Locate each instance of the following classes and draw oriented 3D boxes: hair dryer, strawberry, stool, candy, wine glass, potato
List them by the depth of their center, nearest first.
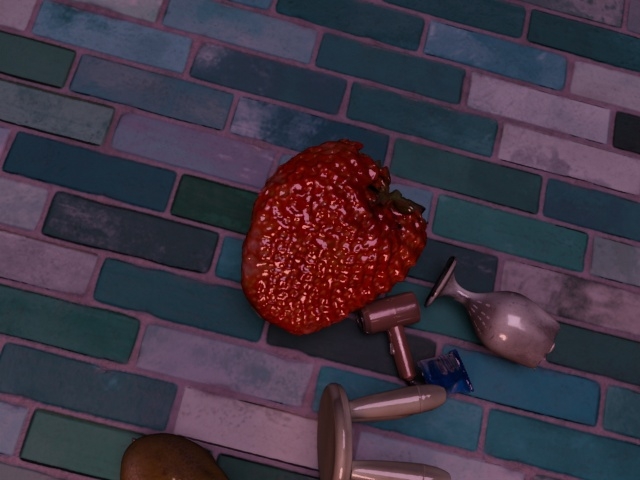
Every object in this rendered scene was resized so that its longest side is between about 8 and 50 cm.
[{"bbox_3d":[-0.242,0.427,1.295,0.174,0.159,0.251,-23,67,-38],"label":"potato"},{"bbox_3d":[0.104,0.346,1.342,0.199,0.195,0.195,3,72,-8],"label":"stool"},{"bbox_3d":[0.000,0.000,1.408,0.351,0.267,0.312,-45,113,-1],"label":"strawberry"},{"bbox_3d":[0.234,0.253,1.444,0.136,0.038,0.088,-6,72,-50],"label":"candy"},{"bbox_3d":[0.144,0.195,1.467,0.117,0.064,0.181,-14,80,-10],"label":"hair dryer"},{"bbox_3d":[0.323,0.138,1.471,0.241,0.126,0.126,32,72,6],"label":"wine glass"}]
